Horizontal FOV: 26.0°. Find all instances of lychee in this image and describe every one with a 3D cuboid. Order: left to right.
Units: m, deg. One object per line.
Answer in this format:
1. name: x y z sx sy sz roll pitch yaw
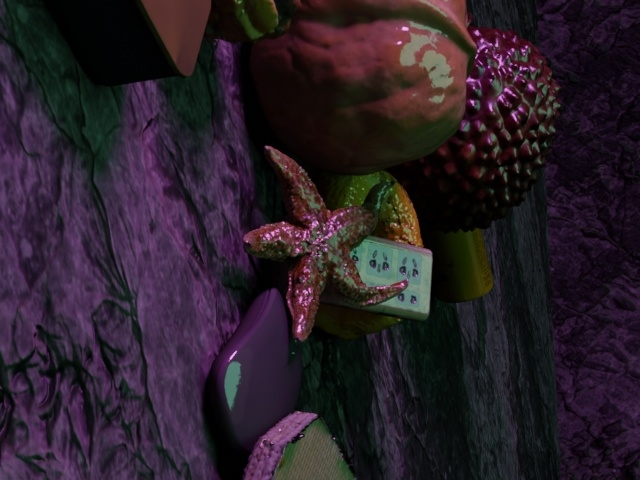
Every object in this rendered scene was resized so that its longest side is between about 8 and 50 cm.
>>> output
1. lychee: 0.202 -0.175 2.044 0.306 0.306 0.330 3 85 -72

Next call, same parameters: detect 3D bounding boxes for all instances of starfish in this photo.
1. starfish: 0.000 0.000 1.554 0.236 0.062 0.277 48 50 -18

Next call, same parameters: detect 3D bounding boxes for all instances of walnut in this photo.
1. walnut: 0.052 -0.224 1.660 0.285 0.285 0.296 45 46 -62

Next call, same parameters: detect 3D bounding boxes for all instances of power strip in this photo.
1. power strip: 0.026 0.033 1.631 0.268 0.034 0.092 13 76 -34

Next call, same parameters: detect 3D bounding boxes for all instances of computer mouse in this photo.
1. computer mouse: -0.060 0.135 1.473 0.232 0.057 0.120 -57 136 -64

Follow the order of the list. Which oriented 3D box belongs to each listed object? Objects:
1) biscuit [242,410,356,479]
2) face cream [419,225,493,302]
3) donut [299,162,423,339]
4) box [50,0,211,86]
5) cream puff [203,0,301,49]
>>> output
1. biscuit: -0.024 0.269 1.466 0.250 0.046 0.147 64 42 -57
2. face cream: 0.205 -0.071 2.314 0.105 0.105 0.348 -60 139 -63
3. donut: 0.040 0.010 1.775 0.253 0.118 0.253 24 61 -52
4. box: -0.181 -0.244 1.221 0.201 0.090 0.144 64 24 -44
5. cream puff: -0.095 -0.283 1.446 0.189 0.129 0.189 -14 90 -80
